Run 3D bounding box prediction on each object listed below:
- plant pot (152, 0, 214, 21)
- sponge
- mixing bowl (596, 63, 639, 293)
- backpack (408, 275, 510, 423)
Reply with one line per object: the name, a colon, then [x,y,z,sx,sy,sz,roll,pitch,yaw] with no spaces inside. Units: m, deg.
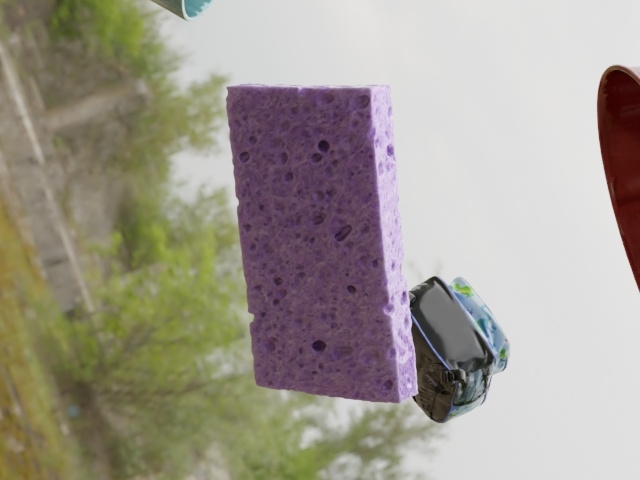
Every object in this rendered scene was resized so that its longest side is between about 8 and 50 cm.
plant pot: [-0.174,-0.383,1.374,0.293,0.235,0.293,23,90,-87]
sponge: [0.000,0.000,0.976,0.117,0.031,0.210,3,-76,35]
mixing bowl: [0.201,-0.006,0.659,0.181,0.098,0.181,162,-90,-89]
backpack: [0.110,0.096,1.272,0.105,0.084,0.114,54,-23,28]
